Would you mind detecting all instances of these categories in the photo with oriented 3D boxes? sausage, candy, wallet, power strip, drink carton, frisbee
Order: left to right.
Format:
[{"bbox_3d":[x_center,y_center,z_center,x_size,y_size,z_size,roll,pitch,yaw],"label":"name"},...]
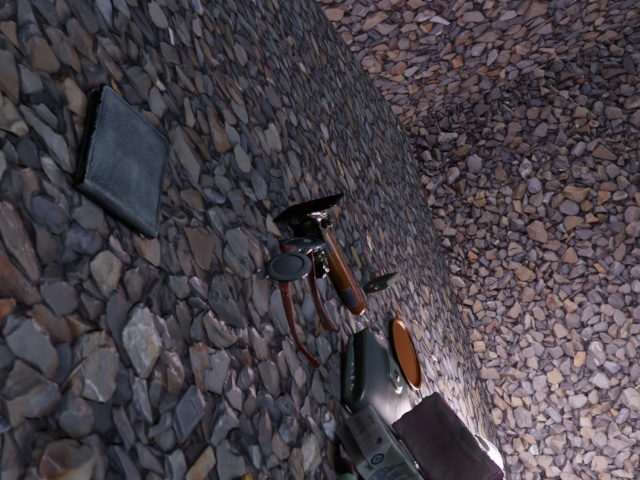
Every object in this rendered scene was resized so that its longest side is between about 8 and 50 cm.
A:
[{"bbox_3d":[-0.311,-0.128,0.977,0.167,0.036,0.222,47,31,-48],"label":"wallet"},{"bbox_3d":[0.044,0.068,1.682,0.348,0.053,0.053,63,20,-17],"label":"sausage"},{"bbox_3d":[0.203,0.139,1.996,0.227,0.079,0.029,-19,93,-70],"label":"power strip"},{"bbox_3d":[0.167,0.413,1.626,0.360,0.083,0.252,55,29,-38],"label":"wallet"},{"bbox_3d":[0.162,0.525,1.395,0.315,0.106,0.130,57,-5,-30],"label":"drink carton"},{"bbox_3d":[0.289,0.381,2.063,0.251,0.021,0.251,54,24,-37],"label":"frisbee"},{"bbox_3d":[0.309,0.516,1.486,0.265,0.155,0.116,51,-2,45],"label":"candy"}]

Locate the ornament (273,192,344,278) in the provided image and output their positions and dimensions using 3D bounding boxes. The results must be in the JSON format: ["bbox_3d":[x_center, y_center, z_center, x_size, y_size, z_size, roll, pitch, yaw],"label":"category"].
[{"bbox_3d":[0.000,0.000,1.533,0.166,0.153,0.196,-49,125,-67],"label":"ornament"}]

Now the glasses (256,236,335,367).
[{"bbox_3d":[-0.049,0.136,1.400,0.234,0.117,0.269,-65,151,-66],"label":"glasses"}]

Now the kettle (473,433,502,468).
[{"bbox_3d":[0.457,0.769,1.849,0.265,0.205,0.318,67,17,2],"label":"kettle"}]

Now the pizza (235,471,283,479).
[{"bbox_3d":[-0.072,0.456,1.006,0.176,0.036,0.185,6,65,-69],"label":"pizza"}]

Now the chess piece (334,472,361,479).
[{"bbox_3d":[0.083,0.572,1.173,0.176,0.175,0.298,61,8,-21],"label":"chess piece"}]
